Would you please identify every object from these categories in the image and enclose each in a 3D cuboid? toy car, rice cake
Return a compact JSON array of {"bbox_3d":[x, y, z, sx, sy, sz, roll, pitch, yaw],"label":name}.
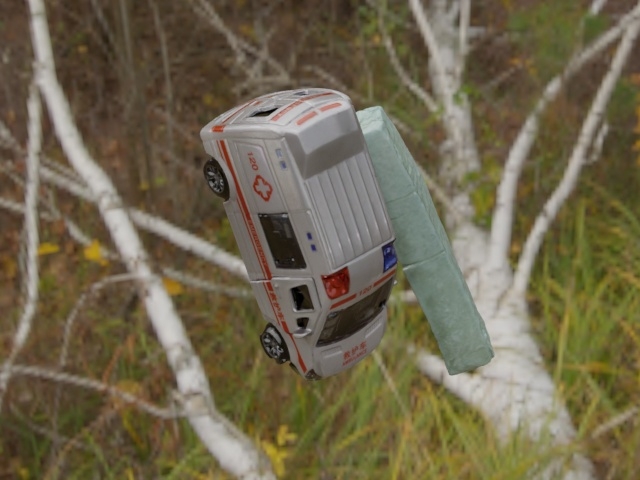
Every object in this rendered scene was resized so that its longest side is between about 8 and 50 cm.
[{"bbox_3d":[0.000,0.000,0.954,0.089,0.209,0.108,-28,19,-33],"label":"toy car"},{"bbox_3d":[0.077,0.006,1.080,0.045,0.245,0.042,-19,29,13],"label":"rice cake"}]
